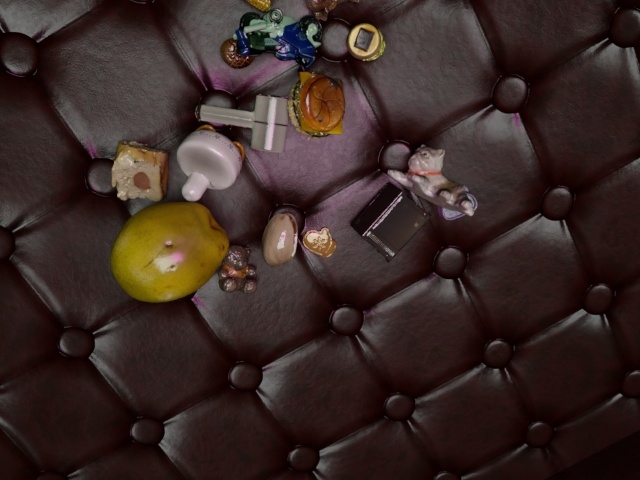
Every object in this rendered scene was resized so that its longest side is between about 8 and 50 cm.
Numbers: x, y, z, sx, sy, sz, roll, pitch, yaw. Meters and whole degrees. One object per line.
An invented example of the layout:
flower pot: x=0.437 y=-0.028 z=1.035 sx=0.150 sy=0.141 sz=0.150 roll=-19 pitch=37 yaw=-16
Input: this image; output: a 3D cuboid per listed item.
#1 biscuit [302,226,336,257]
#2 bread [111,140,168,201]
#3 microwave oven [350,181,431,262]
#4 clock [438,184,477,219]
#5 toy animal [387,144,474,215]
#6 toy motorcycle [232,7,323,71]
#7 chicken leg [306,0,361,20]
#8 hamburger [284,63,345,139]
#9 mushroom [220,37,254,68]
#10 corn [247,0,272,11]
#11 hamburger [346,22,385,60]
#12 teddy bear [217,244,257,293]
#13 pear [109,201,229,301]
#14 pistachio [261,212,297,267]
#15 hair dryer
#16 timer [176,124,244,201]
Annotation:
biscuit: x=0.000 y=0.001 z=2.034 sx=0.140 sy=0.023 sz=0.118 roll=22 pitch=103 yaw=-10
bread: x=-0.649 y=-0.241 z=1.812 sx=0.184 sy=0.211 sz=0.223 roll=4 pitch=100 yaw=-13
microwave oven: x=0.267 y=-0.075 z=1.957 sx=0.178 sy=0.188 sz=0.247 roll=40 pitch=94 yaw=-19
clock: x=0.547 y=-0.150 z=2.027 sx=0.153 sy=0.050 sz=0.110 roll=-22 pitch=106 yaw=1
toy animal: x=0.461 y=-0.231 z=1.910 sx=0.266 sy=0.308 sz=0.188 roll=41 pitch=78 yaw=-35
toy motorcycle: x=-0.134 y=-0.690 z=1.758 sx=0.331 sy=0.125 sz=0.196 roll=-10 pitch=101 yaw=-30
chicken leg: x=0.042 y=-0.860 z=1.780 sx=0.196 sy=0.080 sz=0.125 roll=-28 pitch=116 yaw=-5
hamburger: x=-0.019 y=-0.490 z=1.806 sx=0.243 sy=0.139 sz=0.261 roll=1 pitch=99 yaw=-42
mushroom: x=-0.291 y=-0.669 z=1.791 sx=0.126 sy=0.085 sz=0.109 roll=-25 pitch=105 yaw=-8
corn: x=-0.292 y=-0.903 z=1.716 sx=0.318 sy=0.115 sz=0.115 roll=33 pitch=100 yaw=-13
hamburger: x=0.164 y=-0.715 z=1.823 sx=0.141 sy=0.081 sz=0.126 roll=7 pitch=103 yaw=6
teddy bear: x=-0.336 y=0.112 z=1.988 sx=0.177 sy=0.140 sz=0.190 roll=4 pitch=98 yaw=-49
pear: x=-0.549 y=0.037 z=1.823 sx=0.419 sy=0.362 sz=0.362 roll=-29 pitch=106 yaw=6
pistachio: x=-0.159 y=0.001 z=1.969 sx=0.152 sy=0.126 sz=0.223 roll=25 pitch=104 yaw=25
hair dryer: x=-0.299 y=-0.444 z=1.846 sx=0.362 sy=0.128 sz=0.203 roll=8 pitch=104 yaw=1
timer: x=-0.406 y=-0.271 z=1.812 sx=0.234 sy=0.240 sz=0.233 roll=14 pitch=143 yaw=10
